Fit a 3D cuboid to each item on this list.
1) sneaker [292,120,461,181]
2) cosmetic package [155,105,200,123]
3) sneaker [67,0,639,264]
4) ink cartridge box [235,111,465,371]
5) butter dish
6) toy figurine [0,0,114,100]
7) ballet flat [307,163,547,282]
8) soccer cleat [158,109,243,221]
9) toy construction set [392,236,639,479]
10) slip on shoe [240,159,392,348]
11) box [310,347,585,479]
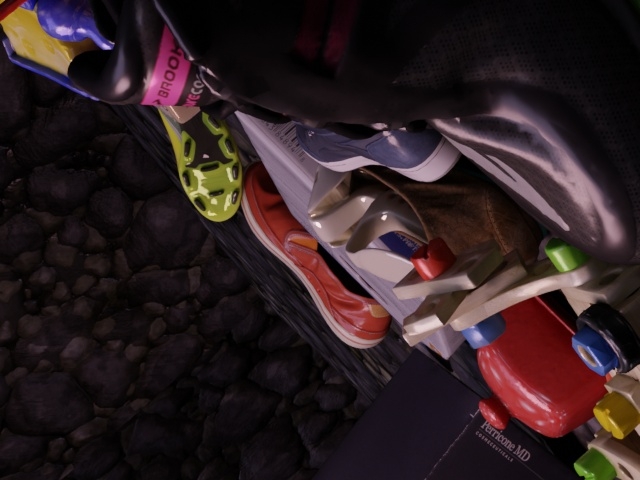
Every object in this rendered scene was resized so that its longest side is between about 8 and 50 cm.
[{"bbox_3d":[-0.001,-0.122,0.963,0.163,0.086,0.226,28,173,-29],"label":"sneaker"},{"bbox_3d":[-0.166,-0.274,1.020,0.113,0.160,0.309,37,167,49],"label":"cosmetic package"},{"bbox_3d":[-0.017,-0.120,0.594,0.483,0.202,0.185,33,162,-1],"label":"sneaker"},{"bbox_3d":[0.055,-0.011,1.387,0.324,0.071,0.330,45,175,22],"label":"ink cartridge box"},{"bbox_3d":[0.201,0.131,1.097,0.160,0.118,0.160,46,170,19],"label":"butter dish"},{"bbox_3d":[-0.251,-0.173,0.878,0.363,0.191,0.217,24,160,35],"label":"toy figurine"},{"bbox_3d":[0.063,-0.030,1.057,0.116,0.124,0.342,55,170,-35],"label":"ballet flat"},{"bbox_3d":[-0.181,-0.169,1.664,0.121,0.093,0.289,-102,-9,-79],"label":"soccer cleat"},{"bbox_3d":[0.213,0.097,0.842,0.328,0.151,0.215,39,174,-13],"label":"toy construction set"},{"bbox_3d":[0.000,0.000,1.644,0.331,0.123,0.101,53,137,24],"label":"slip on shoe"},{"bbox_3d":[0.172,0.371,1.473,0.343,0.312,0.179,41,178,-30],"label":"box"}]
